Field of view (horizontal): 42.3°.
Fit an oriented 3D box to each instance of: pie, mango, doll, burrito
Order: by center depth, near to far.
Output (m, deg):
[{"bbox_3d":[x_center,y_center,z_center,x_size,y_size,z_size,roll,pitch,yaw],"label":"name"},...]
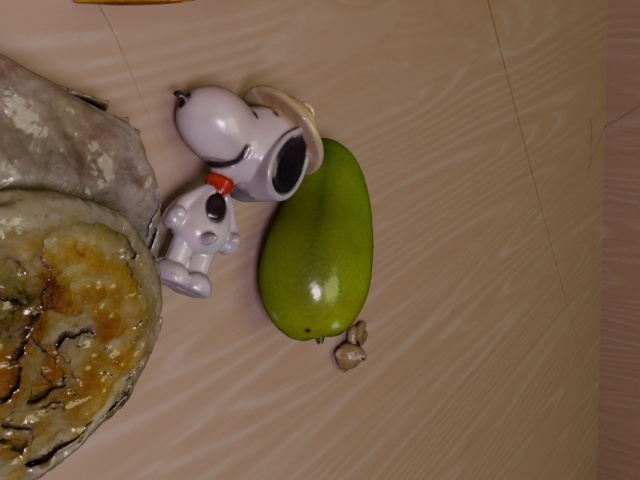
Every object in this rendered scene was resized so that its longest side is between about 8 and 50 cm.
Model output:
[{"bbox_3d":[-0.289,0.098,0.772,0.339,0.077,0.339,-24,131,-31],"label":"pie"},{"bbox_3d":[-0.268,-0.075,0.811,0.347,0.107,0.175,33,84,-50],"label":"burrito"},{"bbox_3d":[-0.108,-0.060,1.025,0.208,0.144,0.272,9,86,-34],"label":"doll"},{"bbox_3d":[0.000,0.000,1.174,0.175,0.143,0.293,26,66,-48],"label":"mango"},{"bbox_3d":[0.053,0.174,1.379,0.093,0.051,0.062,-82,158,-56],"label":"doll"}]

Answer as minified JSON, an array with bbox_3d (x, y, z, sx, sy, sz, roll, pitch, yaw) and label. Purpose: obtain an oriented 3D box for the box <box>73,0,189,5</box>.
[{"bbox_3d":[-0.123,-0.295,0.916,0.269,0.152,0.044,-30,121,-47],"label":"box"}]
